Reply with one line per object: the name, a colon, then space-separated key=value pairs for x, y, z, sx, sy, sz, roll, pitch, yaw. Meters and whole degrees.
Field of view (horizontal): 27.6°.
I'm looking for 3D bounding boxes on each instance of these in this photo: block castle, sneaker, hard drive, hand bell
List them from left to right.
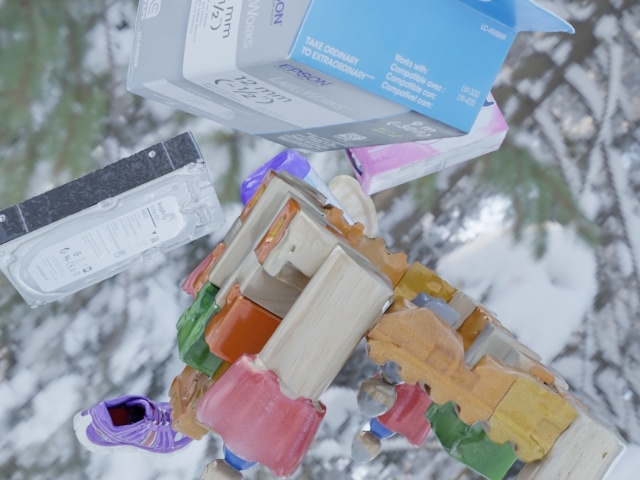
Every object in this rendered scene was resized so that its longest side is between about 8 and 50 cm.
hard drive: x=-0.320 y=-0.024 z=1.968 sx=0.237 sy=0.339 sz=0.064 roll=80 pitch=-16 yaw=-66
sneaker: x=-0.198 y=0.209 z=1.496 sx=0.071 sy=0.170 sz=0.068 roll=-41 pitch=-119 yaw=34
hand bell: x=-0.039 y=-0.006 z=2.060 sx=0.126 sy=0.242 sz=0.126 roll=34 pitch=-44 yaw=40
block castle: x=0.031 y=0.121 z=1.105 sx=0.303 sy=0.213 sz=0.453 roll=34 pitch=5 yaw=-13

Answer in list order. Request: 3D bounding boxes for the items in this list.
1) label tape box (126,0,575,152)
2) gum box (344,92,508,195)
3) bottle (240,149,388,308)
label tape box: x=0.022 y=-0.174 z=1.226 sx=0.249 sy=0.115 sz=0.347 roll=17 pitch=-12 yaw=-43
gum box: x=0.111 y=-0.135 z=1.539 sx=0.062 sy=0.188 sz=0.107 roll=104 pitch=-36 yaw=-68
bottle: x=0.000 y=0.000 z=1.972 sx=0.283 sy=0.118 sz=0.092 roll=53 pitch=5 yaw=-19
